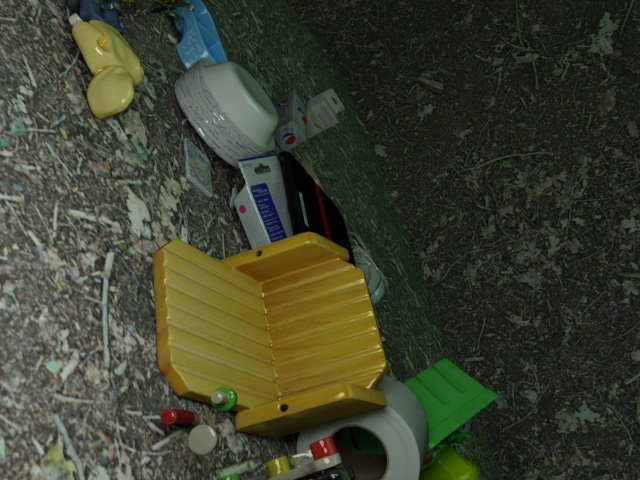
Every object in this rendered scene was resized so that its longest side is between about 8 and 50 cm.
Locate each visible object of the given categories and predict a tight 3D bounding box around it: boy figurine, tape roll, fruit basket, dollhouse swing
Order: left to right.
[{"bbox_3d":[-0.399,-0.346,1.205,0.177,0.092,0.285,32,36,-62],"label":"boy figurine"},{"bbox_3d":[-0.083,0.130,1.143,0.305,0.315,0.346,59,16,-55],"label":"dollhouse swing"},{"bbox_3d":[0.090,0.409,1.299,0.246,0.246,0.169,65,16,3],"label":"tape roll"},{"bbox_3d":[0.298,0.533,1.597,0.392,0.283,0.392,21,40,-19],"label":"fruit basket"}]

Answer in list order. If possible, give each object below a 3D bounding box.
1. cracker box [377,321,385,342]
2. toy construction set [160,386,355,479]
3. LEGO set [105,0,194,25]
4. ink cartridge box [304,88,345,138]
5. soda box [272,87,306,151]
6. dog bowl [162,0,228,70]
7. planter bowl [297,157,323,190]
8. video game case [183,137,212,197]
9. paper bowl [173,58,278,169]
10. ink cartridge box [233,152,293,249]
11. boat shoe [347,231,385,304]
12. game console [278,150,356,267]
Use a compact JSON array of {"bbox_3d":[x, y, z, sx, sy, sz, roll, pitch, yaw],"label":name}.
[{"bbox_3d":[0.068,0.197,1.760,0.156,0.067,0.232,-10,73,-45],"label":"cracker box"},{"bbox_3d":[-0.091,0.363,0.960,0.309,0.257,0.237,45,-8,16],"label":"toy construction set"},{"bbox_3d":[-0.446,-0.654,1.481,0.255,0.192,0.331,-31,92,-44],"label":"LEGO set"},{"bbox_3d":[-0.013,-0.475,2.408,0.115,0.198,0.067,50,21,-40],"label":"ink cartridge box"},{"bbox_3d":[-0.109,-0.420,2.209,0.091,0.098,0.286,55,18,-30],"label":"soda box"},{"bbox_3d":[-0.337,-0.560,1.755,0.166,0.074,0.297,26,41,-65],"label":"dog bowl"},{"bbox_3d":[-0.069,-0.150,1.898,0.162,0.109,0.162,54,19,-28],"label":"planter bowl"},{"bbox_3d":[-0.278,-0.165,1.446,0.087,0.011,0.122,45,24,-48],"label":"video game case"},{"bbox_3d":[-0.216,-0.328,1.586,0.284,0.148,0.284,48,18,-21],"label":"paper bowl"},{"bbox_3d":[-0.107,-0.024,1.551,0.176,0.069,0.370,-24,96,-60],"label":"ink cartridge box"},{"bbox_3d":[0.115,0.071,2.093,0.156,0.136,0.367,56,15,-25],"label":"boat shoe"},{"bbox_3d":[0.000,0.000,1.632,0.342,0.060,0.386,45,25,-49],"label":"game console"}]
